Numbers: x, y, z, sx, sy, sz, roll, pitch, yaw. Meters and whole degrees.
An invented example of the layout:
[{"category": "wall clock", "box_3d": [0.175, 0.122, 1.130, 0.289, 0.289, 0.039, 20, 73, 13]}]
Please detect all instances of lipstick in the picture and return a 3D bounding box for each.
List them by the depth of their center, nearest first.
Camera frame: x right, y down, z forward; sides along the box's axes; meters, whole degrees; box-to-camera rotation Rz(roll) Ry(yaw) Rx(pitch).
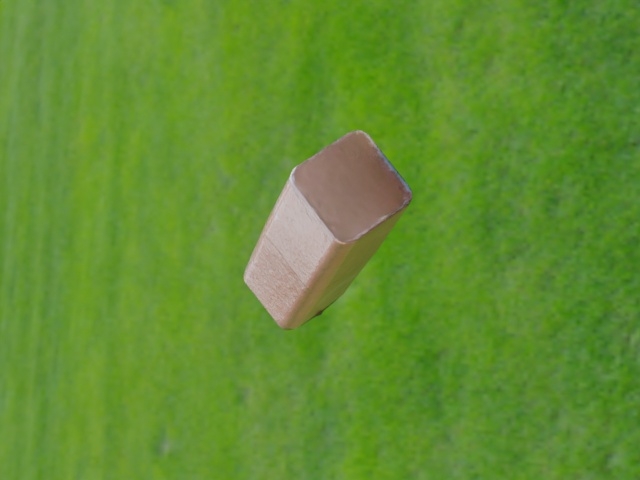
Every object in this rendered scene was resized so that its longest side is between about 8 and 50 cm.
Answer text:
[{"category": "lipstick", "box_3d": [0.000, 0.000, 0.643, 0.045, 0.045, 0.145, 54, 160, 8]}]
